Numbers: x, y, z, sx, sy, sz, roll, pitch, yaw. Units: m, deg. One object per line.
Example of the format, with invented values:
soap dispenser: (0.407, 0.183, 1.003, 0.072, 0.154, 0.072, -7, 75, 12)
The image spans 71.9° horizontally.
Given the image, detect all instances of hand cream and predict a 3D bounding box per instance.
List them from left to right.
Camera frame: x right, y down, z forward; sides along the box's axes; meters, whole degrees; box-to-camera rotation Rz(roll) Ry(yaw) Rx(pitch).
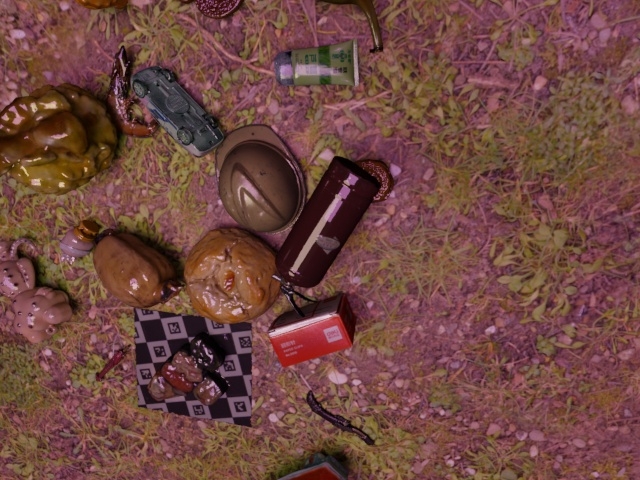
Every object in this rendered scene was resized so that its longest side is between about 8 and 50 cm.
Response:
hand cream: (-0.009, -0.364, 0.919, 0.175, 0.046, 0.095, -2, 100, 7)

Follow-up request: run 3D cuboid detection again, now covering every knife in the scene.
knife: (0.045, 0.476, 1.155, 0.222, 0.021, 0.045, 39, 105, -2)

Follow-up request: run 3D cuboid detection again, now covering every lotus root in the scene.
lotus root: (-0.441, 0.074, 1.060, 0.257, 0.154, 0.140, 39, 105, 16)

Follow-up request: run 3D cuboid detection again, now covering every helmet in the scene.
helmet: (-0.149, -0.121, 0.962, 0.204, 0.137, 0.257, -25, 100, 15)

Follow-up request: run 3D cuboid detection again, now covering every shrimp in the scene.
shrimp: (-0.413, -0.325, 1.000, 0.148, 0.035, 0.195, 22, 115, 6)

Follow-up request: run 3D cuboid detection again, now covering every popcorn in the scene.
popcorn: (-0.580, -0.213, 0.951, 0.237, 0.251, 0.206, -32, 101, 29)

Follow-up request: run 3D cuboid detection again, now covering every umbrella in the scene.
umbrella: (-0.577, 0.340, 1.220, 0.027, 0.025, 0.165, 36, 111, -25)

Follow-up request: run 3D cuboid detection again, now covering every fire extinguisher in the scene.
fire extinguisher: (0.000, 0.000, 0.928, 0.135, 0.114, 0.337, 37, 111, 13)

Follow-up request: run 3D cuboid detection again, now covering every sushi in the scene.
sushi: (-0.349, 0.352, 1.161, 0.339, 0.069, 0.320, 7, 106, 7)

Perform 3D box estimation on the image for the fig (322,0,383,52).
fig: (0.052, -0.479, 0.830, 0.151, 0.151, 0.259, -37, 100, 17)

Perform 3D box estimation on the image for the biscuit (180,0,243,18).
biscuit: (-0.239, -0.539, 0.920, 0.175, 0.026, 0.124, 24, 106, 2)

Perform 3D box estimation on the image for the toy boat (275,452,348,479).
toy boat: (-0.058, 0.673, 1.180, 0.145, 0.133, 0.332, 45, 118, -10)

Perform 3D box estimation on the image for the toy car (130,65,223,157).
toy car: (-0.318, -0.279, 0.972, 0.224, 0.090, 0.076, 47, 141, -5)

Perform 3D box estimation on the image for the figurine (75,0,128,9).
figurine: (-0.494, -0.588, 0.901, 0.156, 0.131, 0.246, -12, 107, 48)

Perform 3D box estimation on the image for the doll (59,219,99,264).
doll: (-0.617, 0.001, 1.115, 0.127, 0.073, 0.084, -46, 61, 13)

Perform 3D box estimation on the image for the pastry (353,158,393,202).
pastry: (0.108, -0.128, 0.959, 0.097, 0.057, 0.109, -38, 95, 18)

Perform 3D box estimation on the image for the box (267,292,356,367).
box: (-0.017, 0.204, 1.032, 0.182, 0.133, 0.099, -20, 100, 16)

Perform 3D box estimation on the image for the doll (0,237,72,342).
doll: (-0.767, 0.129, 1.155, 0.154, 0.119, 0.278, -28, 89, 15)

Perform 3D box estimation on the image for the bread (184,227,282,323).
bread: (-0.214, 0.092, 1.030, 0.244, 0.134, 0.244, 3, 104, 11)

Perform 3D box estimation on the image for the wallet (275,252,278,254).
wallet: (-0.088, 0.062, 1.068, 0.083, 0.011, 0.044, 24, 107, 3)
